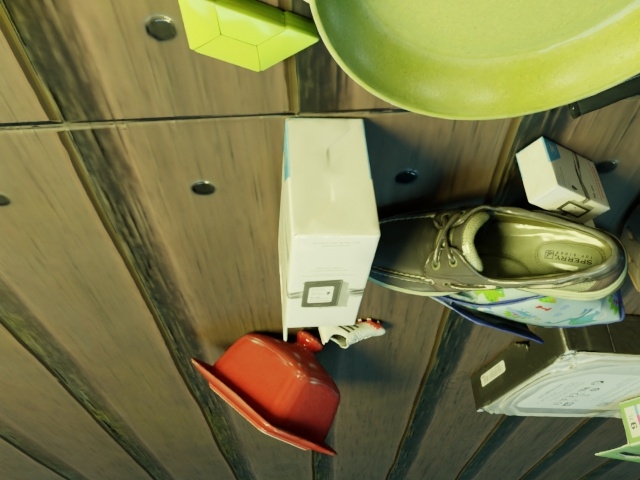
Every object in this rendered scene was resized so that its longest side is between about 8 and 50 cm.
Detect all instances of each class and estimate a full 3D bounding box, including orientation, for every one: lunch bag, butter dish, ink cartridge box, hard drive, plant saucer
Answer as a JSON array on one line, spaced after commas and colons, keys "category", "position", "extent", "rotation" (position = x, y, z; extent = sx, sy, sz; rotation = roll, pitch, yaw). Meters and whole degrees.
[{"category": "lunch bag", "position": [0.188, 0.043, 0.650], "extent": [0.129, 0.096, 0.151], "rotation": [19, 156, -38]}, {"category": "butter dish", "position": [-0.041, 0.161, 0.800], "extent": [0.160, 0.118, 0.160], "rotation": [29, 171, 39]}, {"category": "ink cartridge box", "position": [0.000, 0.000, 0.539], "extent": [0.060, 0.104, 0.180], "rotation": [-2, 149, -6]}, {"category": "ink cartridge box", "position": [0.198, -0.045, 0.541], "extent": [0.083, 0.048, 0.028], "rotation": [16, 143, -32]}, {"category": "hard drive", "position": [0.410, 0.180, 0.925], "extent": [0.339, 0.064, 0.237], "rotation": [5, 148, -16]}, {"category": "plant saucer", "position": [0.110, -0.151, 0.320], "extent": [0.241, 0.037, 0.241], "rotation": [-8, 149, -5]}, {"category": "ink cartridge box", "position": [0.481, 0.240, 0.910], "extent": [0.109, 0.062, 0.209], "rotation": [16, 144, -30]}]

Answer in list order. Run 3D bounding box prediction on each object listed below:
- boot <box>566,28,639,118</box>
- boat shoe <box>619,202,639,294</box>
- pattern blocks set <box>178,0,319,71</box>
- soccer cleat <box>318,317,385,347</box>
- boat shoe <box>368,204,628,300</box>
[{"category": "boot", "position": [0.212, -0.106, 0.445], "extent": [0.099, 0.045, 0.121], "rotation": [-19, 139, 20]}, {"category": "boat shoe", "position": [0.353, -0.047, 0.504], "extent": [0.130, 0.132, 0.355], "rotation": [-11, 158, -7]}, {"category": "pattern blocks set", "position": [0.007, -0.182, 0.314], "extent": [0.325, 0.026, 0.285], "rotation": [8, 147, -20]}, {"category": "soccer cleat", "position": [0.037, 0.109, 0.787], "extent": [0.083, 0.035, 0.029], "rotation": [10, 146, -21]}, {"category": "boat shoe", "position": [0.126, 0.003, 0.546], "extent": [0.224, 0.080, 0.073], "rotation": [5, 163, 23]}]
